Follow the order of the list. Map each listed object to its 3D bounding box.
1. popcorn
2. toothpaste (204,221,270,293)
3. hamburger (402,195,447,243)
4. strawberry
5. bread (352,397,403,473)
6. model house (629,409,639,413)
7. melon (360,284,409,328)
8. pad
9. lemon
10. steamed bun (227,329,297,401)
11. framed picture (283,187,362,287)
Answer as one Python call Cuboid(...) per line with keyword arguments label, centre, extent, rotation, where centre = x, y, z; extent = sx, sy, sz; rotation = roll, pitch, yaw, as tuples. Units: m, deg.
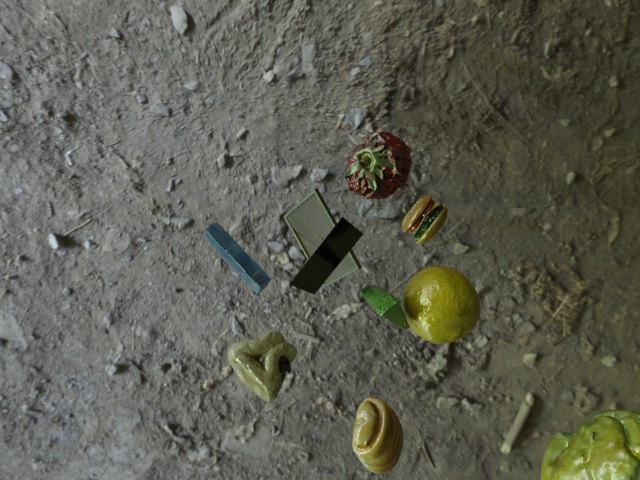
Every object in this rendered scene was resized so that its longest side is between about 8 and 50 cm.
Cuboid(label="popcorn", centre=(0.398, 0.315, 0.579), extent=(0.212, 0.198, 0.198), rotation=(10, 104, -7))
Cuboid(label="toothpaste", centre=(-0.277, 0.056, 1.513), extent=(0.272, 0.066, 0.053), rotation=(45, 60, 8))
Cuboid(label="hamburger", centre=(0.340, -0.067, 1.485), extent=(0.115, 0.162, 0.162), rotation=(36, 97, 2))
Cuboid(label="strawberry", centre=(0.171, -0.201, 1.271), extent=(0.184, 0.201, 0.187), rotation=(3, 88, 26))
Cuboid(label="bread", centre=(0.112, 0.379, 0.882), extent=(0.084, 0.119, 0.177), rotation=(4, 147, 22))
Cuboid(label="model house", centre=(0.647, 0.346, 0.725), extent=(0.238, 0.268, 0.174), rotation=(-3, 133, -31))
Cuboid(label="melon", centre=(0.148, 0.149, 1.088), extent=(0.114, 0.262, 0.053), rotation=(40, 88, -11))
Cuboid(label="pad", centre=(0.016, 0.040, 1.039), extent=(0.190, 0.004, 0.127), rotation=(-51, 149, 3))
Cuboid(label="lemon", centre=(0.281, 0.147, 1.079), extent=(0.178, 0.203, 0.179), rotation=(-9, 130, -10))
Cuboid(label="steamed bun", centre=(-0.142, 0.319, 1.223), extent=(0.155, 0.172, 0.141), rotation=(-40, 154, -30))
Cuboid(label="framed picture", centre=(0.000, 0.000, 1.288), extent=(0.016, 0.184, 0.250), rotation=(-25, 83, -40))
